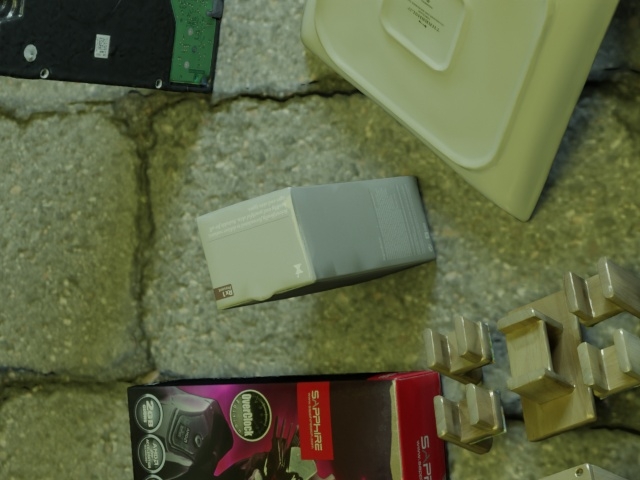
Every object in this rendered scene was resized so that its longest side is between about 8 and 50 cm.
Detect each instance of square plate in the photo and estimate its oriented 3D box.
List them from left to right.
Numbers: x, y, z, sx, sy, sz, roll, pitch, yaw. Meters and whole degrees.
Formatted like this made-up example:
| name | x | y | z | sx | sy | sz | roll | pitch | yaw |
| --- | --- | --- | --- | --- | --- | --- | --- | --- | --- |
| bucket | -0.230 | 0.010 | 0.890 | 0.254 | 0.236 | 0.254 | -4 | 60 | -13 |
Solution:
| name | x | y | z | sx | sy | sz | roll | pitch | yaw |
| --- | --- | --- | --- | --- | --- | --- | --- | --- | --- |
| square plate | 0.112 | -0.230 | 1.455 | 0.347 | 0.049 | 0.344 | 42 | 142 | 24 |

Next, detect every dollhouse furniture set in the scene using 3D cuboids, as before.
| name | x | y | z | sx | sy | sz | roll | pitch | yaw |
| --- | --- | --- | --- | --- | --- | --- | --- | --- | --- |
| dollhouse furniture set | 0.243 | 0.172 | 1.447 | 0.212 | 0.161 | 0.242 | -26 | 56 | 32 |

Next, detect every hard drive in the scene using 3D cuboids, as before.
| name | x | y | z | sx | sy | sz | roll | pitch | yaw |
| --- | --- | --- | --- | --- | --- | --- | --- | --- | --- |
| hard drive | -0.230 | -0.283 | 1.599 | 0.064 | 0.339 | 0.237 | 12 | 99 | 35 |

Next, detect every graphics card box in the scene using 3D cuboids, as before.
| name | x | y | z | sx | sy | sz | roll | pitch | yaw |
| --- | --- | --- | --- | --- | --- | --- | --- | --- | --- |
| graphics card box | -0.040 | 0.263 | 1.638 | 0.371 | 0.094 | 0.232 | -4 | 89 | 35 |

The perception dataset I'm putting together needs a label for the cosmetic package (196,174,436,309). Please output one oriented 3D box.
| name | x | y | z | sx | sy | sz | roll | pitch | yaw |
| --- | --- | --- | --- | --- | --- | --- | --- | --- | --- |
| cosmetic package | 0.000 | 0.000 | 1.514 | 0.127 | 0.238 | 0.107 | -17 | 82 | 32 |
